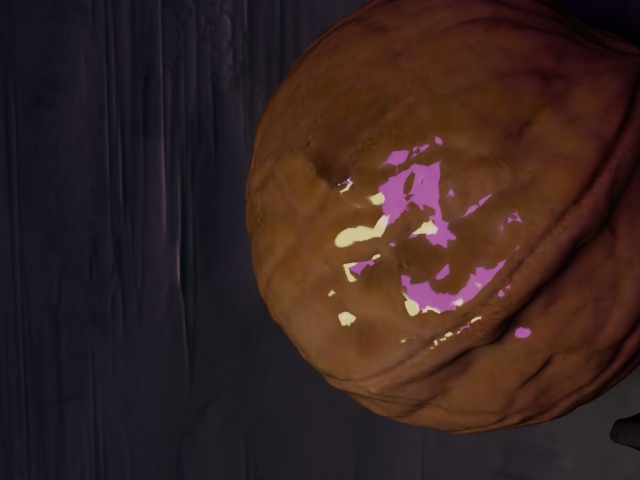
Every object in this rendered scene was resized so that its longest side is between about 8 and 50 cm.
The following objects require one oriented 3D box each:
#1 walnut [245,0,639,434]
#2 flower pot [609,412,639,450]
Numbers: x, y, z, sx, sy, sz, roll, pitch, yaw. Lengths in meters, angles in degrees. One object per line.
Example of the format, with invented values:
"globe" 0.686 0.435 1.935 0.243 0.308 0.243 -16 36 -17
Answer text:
"walnut" 0.076 -0.018 0.813 0.228 0.228 0.228 9 105 39
"flower pot" 0.248 0.036 0.686 0.235 0.235 0.148 8 84 40
